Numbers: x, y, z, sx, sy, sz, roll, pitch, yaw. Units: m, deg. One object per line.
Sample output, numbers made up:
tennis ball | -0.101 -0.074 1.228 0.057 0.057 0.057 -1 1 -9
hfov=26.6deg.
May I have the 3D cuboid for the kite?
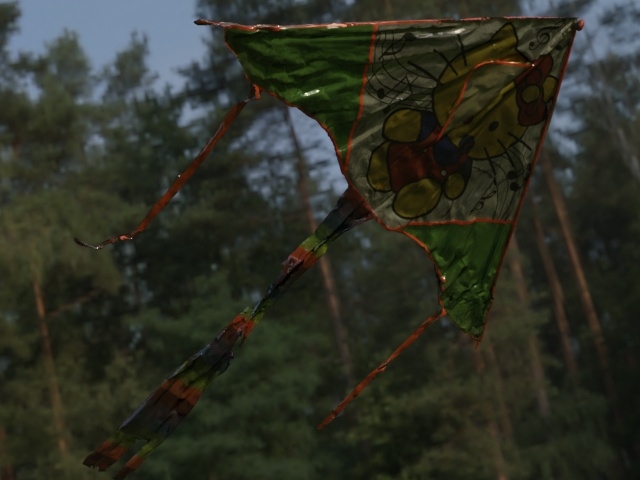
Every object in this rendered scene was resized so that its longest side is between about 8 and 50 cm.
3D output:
kite | 0.000 0.000 0.488 0.244 0.006 0.198 -42 -50 5
